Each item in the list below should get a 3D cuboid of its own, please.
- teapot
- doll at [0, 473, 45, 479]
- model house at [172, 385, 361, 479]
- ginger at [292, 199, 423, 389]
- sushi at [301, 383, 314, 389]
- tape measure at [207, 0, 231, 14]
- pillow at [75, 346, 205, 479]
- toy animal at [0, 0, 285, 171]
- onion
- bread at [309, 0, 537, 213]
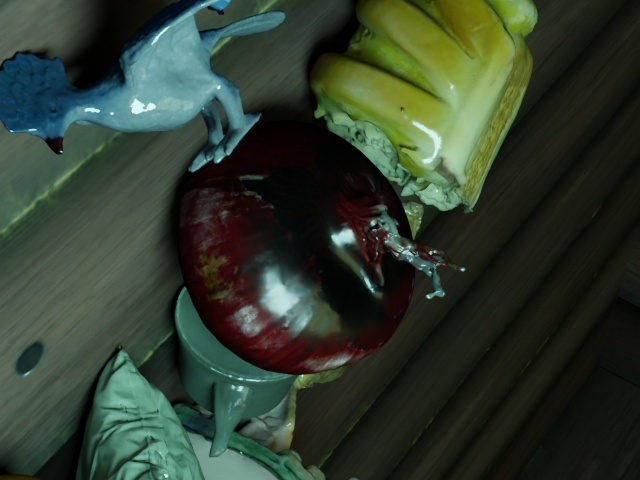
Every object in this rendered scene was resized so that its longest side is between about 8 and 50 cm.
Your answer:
[{"bbox_3d":[-0.087,0.121,1.443,0.149,0.163,0.239,107,-6,-47],"label":"teapot"},{"bbox_3d":[-0.274,0.330,1.153,0.213,0.236,0.213,-43,149,-34],"label":"doll"},{"bbox_3d":[-0.060,0.284,1.573,0.237,0.237,0.202,-31,137,-57],"label":"model house"},{"bbox_3d":[0.021,0.056,1.565,0.270,0.123,0.219,-64,176,18],"label":"ginger"},{"bbox_3d":[-0.014,0.151,1.729,0.060,0.061,0.118,40,76,-34],"label":"sushi"},{"bbox_3d":[-0.065,-0.355,0.983,0.351,0.098,0.215,-66,158,6],"label":"tape measure"},{"bbox_3d":[-0.176,0.298,1.304,0.138,0.310,0.283,-7,125,-19],"label":"pillow"},{"bbox_3d":[-0.128,-0.136,1.033,0.239,0.176,0.255,-29,-159,53],"label":"toy animal"},{"bbox_3d":[0.000,0.000,1.295,0.273,0.285,0.273,16,67,-42],"label":"onion"},{"bbox_3d":[0.114,-0.186,1.427,0.270,0.211,0.316,-66,170,0],"label":"bread"}]
